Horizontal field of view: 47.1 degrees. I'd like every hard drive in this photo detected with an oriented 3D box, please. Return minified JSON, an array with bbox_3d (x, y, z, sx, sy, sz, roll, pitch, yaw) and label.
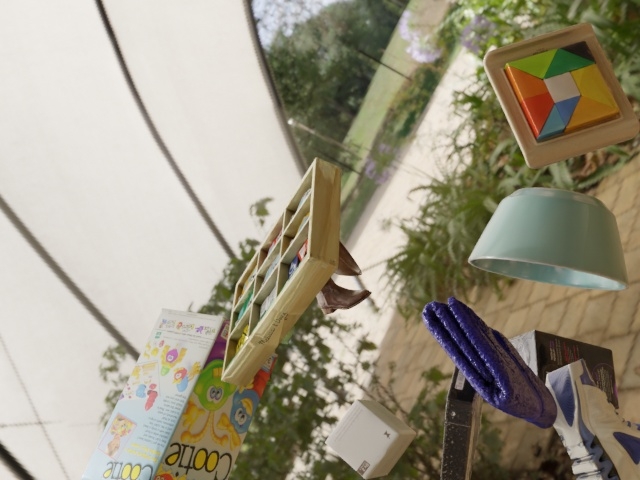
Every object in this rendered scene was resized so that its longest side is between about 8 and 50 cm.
[{"bbox_3d":[0.320,0.400,1.634,0.237,0.064,0.338,-58,-28,-53],"label":"hard drive"}]

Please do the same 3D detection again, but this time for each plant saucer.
[{"bbox_3d":[0.000,0.000,1.373,0.036,0.198,0.198,-42,4,6],"label":"plant saucer"}]

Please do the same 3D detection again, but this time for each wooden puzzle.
[{"bbox_3d":[0.441,-0.271,1.343,0.221,0.238,0.044,-18,-13,-4],"label":"wooden puzzle"}]

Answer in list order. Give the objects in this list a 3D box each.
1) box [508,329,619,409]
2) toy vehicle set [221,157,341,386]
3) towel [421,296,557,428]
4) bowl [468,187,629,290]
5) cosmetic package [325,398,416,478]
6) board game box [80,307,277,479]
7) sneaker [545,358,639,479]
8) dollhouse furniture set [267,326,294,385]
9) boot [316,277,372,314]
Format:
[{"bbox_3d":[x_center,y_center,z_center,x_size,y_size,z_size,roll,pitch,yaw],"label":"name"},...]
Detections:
[{"bbox_3d":[0.604,0.346,1.875,0.143,0.271,0.165,-37,43,53],"label":"box"},{"bbox_3d":[-0.051,0.046,0.919,0.266,0.035,0.165,-55,22,40],"label":"toy vehicle set"},{"bbox_3d":[0.315,0.217,1.311,0.076,0.227,0.308,-45,-35,10],"label":"towel"},{"bbox_3d":[0.466,-0.007,1.477,0.311,0.312,0.163,136,145,-83],"label":"bowl"},{"bbox_3d":[0.140,0.537,1.996,0.151,0.151,0.184,-55,-26,1],"label":"cosmetic package"},{"bbox_3d":[-0.202,0.259,1.091,0.144,0.142,0.275,3,61,39],"label":"board game box"},{"bbox_3d":[0.625,0.413,1.605,0.127,0.182,0.315,128,130,-66],"label":"sneaker"},{"bbox_3d":[-0.107,0.228,1.486,0.151,0.076,0.058,112,167,-47],"label":"dollhouse furniture set"},{"bbox_3d":[0.017,0.060,1.207,0.106,0.114,0.037,-23,10,32],"label":"boot"}]
